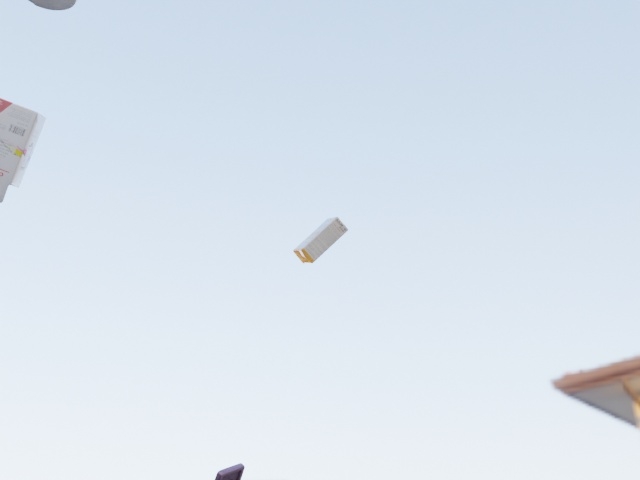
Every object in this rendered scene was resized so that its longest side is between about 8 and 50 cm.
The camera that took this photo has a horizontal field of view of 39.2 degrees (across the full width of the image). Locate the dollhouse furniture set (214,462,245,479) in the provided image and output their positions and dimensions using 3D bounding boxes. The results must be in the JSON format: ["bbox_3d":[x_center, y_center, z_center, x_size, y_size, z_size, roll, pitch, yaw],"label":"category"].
[{"bbox_3d":[-0.094,0.277,0.826,0.081,0.091,0.114,29,19,32],"label":"dollhouse furniture set"}]

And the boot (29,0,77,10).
[{"bbox_3d":[-0.475,-0.428,1.438,0.189,0.086,0.069,20,-67,-11],"label":"boot"}]

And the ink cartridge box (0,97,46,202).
[{"bbox_3d":[-0.653,-0.183,1.822,0.115,0.198,0.067,21,-3,-1],"label":"ink cartridge box"}]

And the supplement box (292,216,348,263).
[{"bbox_3d":[0.000,0.000,1.726,0.036,0.098,0.062,50,-14,-10],"label":"supplement box"}]
